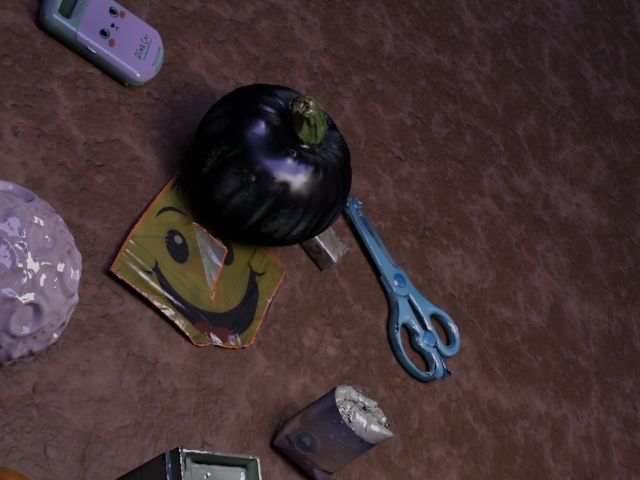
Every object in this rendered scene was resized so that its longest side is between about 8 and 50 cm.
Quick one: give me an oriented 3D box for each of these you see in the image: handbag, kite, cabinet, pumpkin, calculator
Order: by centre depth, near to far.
[{"bbox_3d":[-0.190,0.381,1.533,0.150,0.206,0.145,15,55,-38],"label":"cabinet"},{"bbox_3d":[0.025,0.300,1.825,0.117,0.173,0.095,42,32,-16],"label":"handbag"},{"bbox_3d":[-0.201,0.028,1.908,0.377,0.013,0.328,5,61,-44],"label":"kite"},{"bbox_3d":[-0.061,-0.146,1.962,0.295,0.296,0.296,24,49,-32],"label":"pumpkin"},{"bbox_3d":[-0.378,-0.363,1.974,0.246,0.045,0.141,34,44,-22],"label":"calculator"}]

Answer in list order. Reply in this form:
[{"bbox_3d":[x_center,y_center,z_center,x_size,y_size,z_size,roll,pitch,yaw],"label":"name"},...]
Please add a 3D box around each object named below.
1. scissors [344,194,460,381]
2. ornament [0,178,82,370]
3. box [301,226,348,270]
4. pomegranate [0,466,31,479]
[{"bbox_3d":[0.143,0.090,2.190,0.180,0.032,0.393,-25,84,-49],"label":"scissors"},{"bbox_3d":[-0.435,0.047,1.487,0.225,0.259,0.259,61,11,-70],"label":"ornament"},{"bbox_3d":[0.000,0.000,2.100,0.098,0.045,0.062,53,40,-5],"label":"box"},{"bbox_3d":[-0.407,0.373,1.342,0.209,0.209,0.209,24,49,-32],"label":"pomegranate"}]
